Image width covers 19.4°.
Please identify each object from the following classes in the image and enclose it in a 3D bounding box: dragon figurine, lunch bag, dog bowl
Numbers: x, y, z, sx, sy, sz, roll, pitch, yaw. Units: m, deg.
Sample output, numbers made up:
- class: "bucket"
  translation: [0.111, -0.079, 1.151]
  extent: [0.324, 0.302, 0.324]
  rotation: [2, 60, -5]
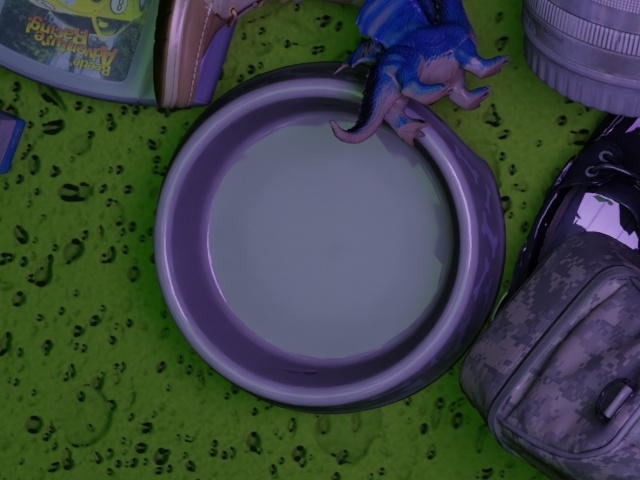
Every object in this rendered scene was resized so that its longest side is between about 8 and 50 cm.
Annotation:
- class: "dragon figurine"
  translation: [0.069, -0.171, 1.692]
  extent: [0.289, 0.085, 0.144]
  rotation: [-31, 69, -34]
- class: "lunch bag"
  translation: [0.308, 0.168, 1.618]
  extent: [0.305, 0.256, 0.212]
  rotation: [37, 99, -26]
- class: "dog bowl"
  translation: [0.000, 0.000, 1.780]
  extent: [0.349, 0.102, 0.348]
  rotation: [0, 92, 8]

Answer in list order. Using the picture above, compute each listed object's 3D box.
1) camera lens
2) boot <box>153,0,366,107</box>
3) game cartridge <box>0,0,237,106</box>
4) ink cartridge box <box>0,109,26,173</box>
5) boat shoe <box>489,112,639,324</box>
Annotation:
- class: "camera lens"
  translation: [0.292, -0.271, 1.620]
  extent: [0.219, 0.219, 0.274]
  rotation: [12, 124, 8]
- class: "boot"
  translation: [-0.042, -0.231, 1.744]
  extent: [0.203, 0.095, 0.262]
  rotation: [14, 82, -15]
- class: "game cartridge"
  translation: [-0.226, -0.240, 1.820]
  extent: [0.294, 0.060, 0.196]
  rotation: [17, 95, 7]
- class: "ink cartridge box"
  translation: [-0.361, -0.108, 1.787]
  extent: [0.104, 0.180, 0.060]
  rotation: [24, 96, 6]
- class: "boat shoe"
  translation: [0.267, -0.020, 1.732]
  extent: [0.127, 0.113, 0.340]
  rotation: [39, 97, 5]
